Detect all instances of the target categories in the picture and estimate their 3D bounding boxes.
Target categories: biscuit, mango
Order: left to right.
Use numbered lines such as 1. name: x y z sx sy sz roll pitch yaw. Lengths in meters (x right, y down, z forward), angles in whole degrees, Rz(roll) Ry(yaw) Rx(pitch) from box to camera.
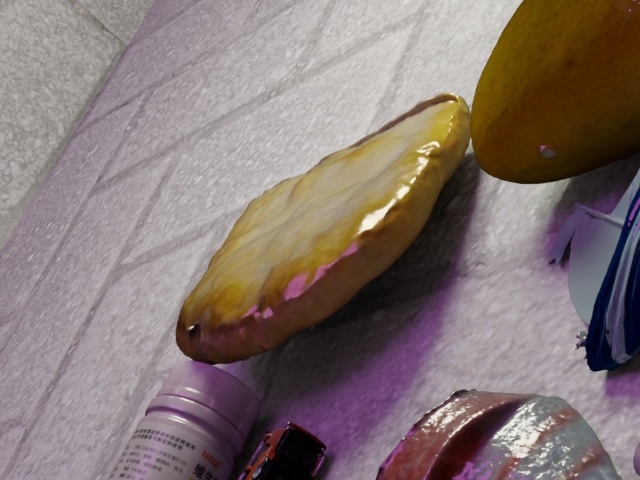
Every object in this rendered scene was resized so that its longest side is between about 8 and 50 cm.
1. biscuit: 0.001 0.001 1.741 0.429 0.104 0.446 -28 19 29
2. mango: 0.337 -0.217 1.440 0.445 0.220 0.301 -46 28 25

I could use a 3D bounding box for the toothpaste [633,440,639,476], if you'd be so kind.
1. toothpaste: 0.314 0.203 1.038 0.071 0.045 0.193 -58 31 -2

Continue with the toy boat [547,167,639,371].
1. toy boat: 0.277 0.008 1.334 0.291 0.067 0.220 -145 73 -74

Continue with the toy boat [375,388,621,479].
1. toy boat: 0.186 0.228 1.180 0.206 0.096 0.282 -39 30 -18

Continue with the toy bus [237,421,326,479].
1. toy bus: -0.082 0.312 1.503 0.235 0.073 0.096 -57 19 -19

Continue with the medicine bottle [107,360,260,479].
1. medicine bottle: -0.178 0.279 1.635 0.133 0.133 0.250 -18 37 49
